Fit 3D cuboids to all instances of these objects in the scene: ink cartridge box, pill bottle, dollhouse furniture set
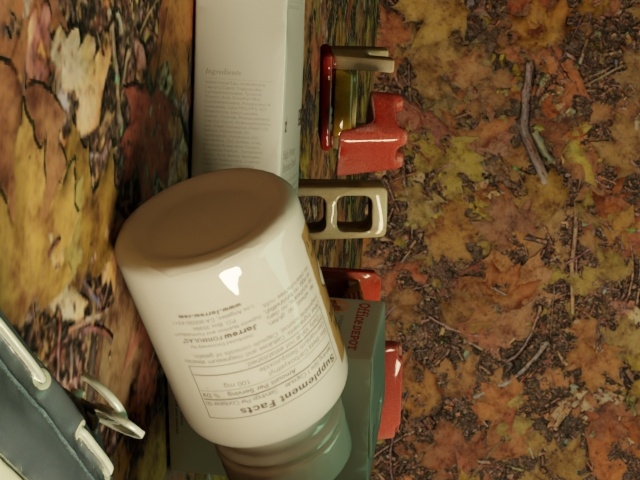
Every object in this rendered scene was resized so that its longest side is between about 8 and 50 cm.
[{"bbox_3d":[-0.034,0.126,0.966,0.128,0.176,0.127,-69,162,-68],"label":"ink cartridge box"},{"bbox_3d":[-0.051,0.074,0.796,0.131,0.131,0.229,-76,155,-54],"label":"pill bottle"},{"bbox_3d":[0.000,0.000,1.132,0.201,0.152,0.374,-103,-167,-69],"label":"dollhouse furniture set"}]

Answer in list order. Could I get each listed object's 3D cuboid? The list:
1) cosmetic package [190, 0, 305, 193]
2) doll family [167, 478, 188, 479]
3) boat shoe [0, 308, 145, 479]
[{"bbox_3d":[-0.062,-0.119,0.975,0.117,0.085,0.231,-60,155,-76],"label":"cosmetic package"},{"bbox_3d":[-0.111,0.255,0.724,0.263,0.118,0.163,-75,-175,-59],"label":"doll family"},{"bbox_3d":[-0.135,0.094,0.494,0.254,0.095,0.079,67,38,-56],"label":"boat shoe"}]
